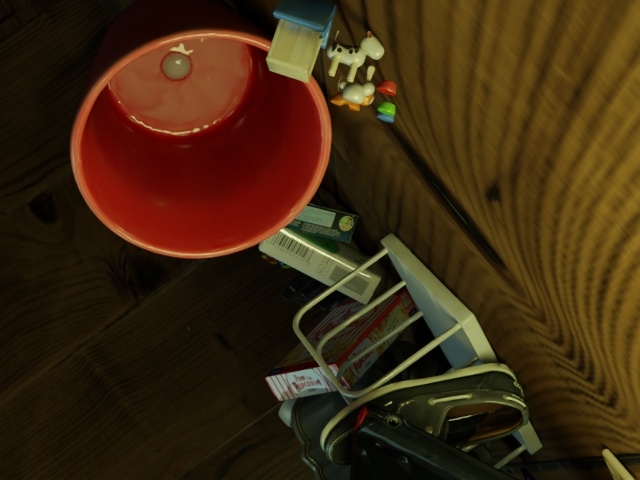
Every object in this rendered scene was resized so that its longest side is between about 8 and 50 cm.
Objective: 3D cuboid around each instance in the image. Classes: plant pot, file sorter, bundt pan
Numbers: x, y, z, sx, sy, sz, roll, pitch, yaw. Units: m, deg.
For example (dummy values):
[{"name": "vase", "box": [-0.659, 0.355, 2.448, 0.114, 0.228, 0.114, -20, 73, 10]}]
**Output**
[{"name": "plant pot", "box": [-0.147, -0.154, 1.311, 0.275, 0.275, 0.243, 57, -175, -34]}, {"name": "file sorter", "box": [0.117, 0.174, 1.445, 0.193, 0.173, 0.278, 49, 174, 49]}, {"name": "bundt pan", "box": [0.124, 0.276, 1.707, 0.331, 0.124, 0.331, 27, -143, -23]}]

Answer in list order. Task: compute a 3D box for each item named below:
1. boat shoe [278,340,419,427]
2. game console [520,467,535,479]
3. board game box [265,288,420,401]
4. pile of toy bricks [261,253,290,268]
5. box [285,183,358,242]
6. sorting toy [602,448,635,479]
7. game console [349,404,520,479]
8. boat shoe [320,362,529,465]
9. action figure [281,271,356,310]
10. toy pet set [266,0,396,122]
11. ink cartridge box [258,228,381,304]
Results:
[{"name": "boat shoe", "box": [0.096, 0.269, 1.885, 0.340, 0.127, 0.158, -15, -128, -46]}, {"name": "game console", "box": [0.332, 0.428, 1.775, 0.071, 0.107, 0.122, 24, -167, -31]}, {"name": "board game box", "box": [0.033, 0.147, 1.643, 0.147, 0.193, 0.045, -17, 108, 44]}, {"name": "pile of toy bricks", "box": [-0.023, 0.008, 2.194, 0.105, 0.118, 0.212, 27, 166, -17]}, {"name": "box", "box": [-0.061, -0.070, 1.694, 0.159, 0.044, 0.233, 13, -165, -25]}, {"name": "sorting toy", "box": [0.299, 0.240, 1.101, 0.083, 0.012, 0.062, 53, 172, 51]}, {"name": "game console", "box": [0.200, 0.343, 1.230, 0.386, 0.060, 0.342, 25, 143, 17]}, {"name": "boat shoe", "box": [0.114, 0.203, 1.283, 0.079, 0.233, 0.084, -106, 0, -53]}, {"name": "action figure", "box": [0.041, 0.125, 2.172, 0.185, 0.099, 0.285, 31, 174, 29]}, {"name": "toy pet set", "box": [0.017, -0.153, 0.939, 0.114, 0.065, 0.122, 19, 175, 3]}, {"name": "ink cartridge box", "box": [0.000, 0.000, 1.755, 0.181, 0.056, 0.225, 27, -162, -8]}]
